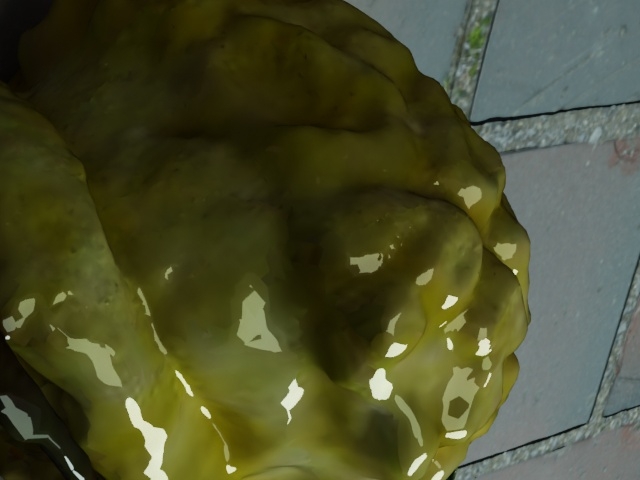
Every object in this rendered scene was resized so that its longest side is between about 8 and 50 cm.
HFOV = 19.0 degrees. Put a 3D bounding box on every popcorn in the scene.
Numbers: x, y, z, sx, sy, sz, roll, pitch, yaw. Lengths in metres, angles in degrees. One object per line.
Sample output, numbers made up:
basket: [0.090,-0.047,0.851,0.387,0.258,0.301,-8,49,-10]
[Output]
popcorn: [-0.070,0.025,1.034,0.381,0.349,0.349,-27,135,-57]

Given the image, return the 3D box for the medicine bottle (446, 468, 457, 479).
medicine bottle: [-0.018,0.161,1.381,0.239,0.124,0.124,-6,119,-46]
